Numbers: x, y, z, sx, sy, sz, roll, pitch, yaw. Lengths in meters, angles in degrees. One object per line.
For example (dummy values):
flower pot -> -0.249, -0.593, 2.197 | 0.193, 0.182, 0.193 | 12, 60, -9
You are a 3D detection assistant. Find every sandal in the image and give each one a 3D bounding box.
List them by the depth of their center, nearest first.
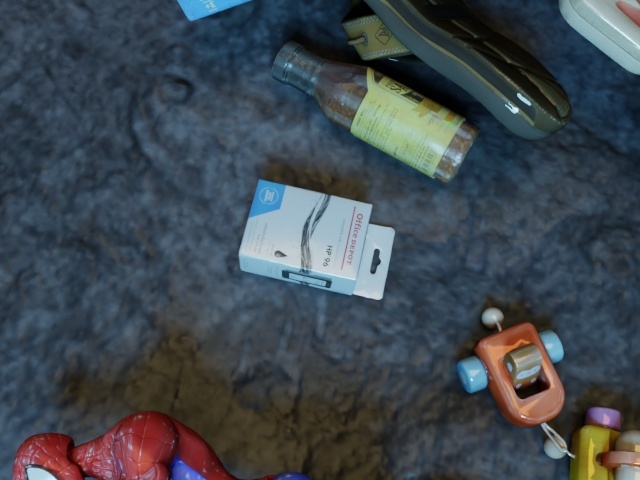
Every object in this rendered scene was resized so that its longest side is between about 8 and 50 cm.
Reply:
sandal -> 0.057, -0.124, 0.487 | 0.090, 0.060, 0.219 | -16, 56, -48

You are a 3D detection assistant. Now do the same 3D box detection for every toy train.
toy train -> 0.165, 0.075, 0.425 | 0.166, 0.046, 0.125 | -14, 70, -9

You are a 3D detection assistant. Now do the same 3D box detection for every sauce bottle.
sauce bottle -> 0.031, -0.080, 0.480 | 0.128, 0.042, 0.042 | 30, 69, 6

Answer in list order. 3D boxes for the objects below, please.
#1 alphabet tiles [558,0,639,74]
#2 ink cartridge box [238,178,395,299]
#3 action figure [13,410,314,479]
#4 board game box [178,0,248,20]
alphabet tiles -> 0.259, -0.184, 0.510 | 0.278, 0.021, 0.284 | 38, 58, 1
ink cartridge box -> 0.000, 0.000, 0.453 | 0.083, 0.028, 0.048 | 12, 68, 1
action figure -> -0.012, 0.159, 0.354 | 0.280, 0.091, 0.139 | 14, 59, 2
board game box -> 0.018, -0.217, 0.469 | 0.211, 0.039, 0.160 | -15, 45, 14
